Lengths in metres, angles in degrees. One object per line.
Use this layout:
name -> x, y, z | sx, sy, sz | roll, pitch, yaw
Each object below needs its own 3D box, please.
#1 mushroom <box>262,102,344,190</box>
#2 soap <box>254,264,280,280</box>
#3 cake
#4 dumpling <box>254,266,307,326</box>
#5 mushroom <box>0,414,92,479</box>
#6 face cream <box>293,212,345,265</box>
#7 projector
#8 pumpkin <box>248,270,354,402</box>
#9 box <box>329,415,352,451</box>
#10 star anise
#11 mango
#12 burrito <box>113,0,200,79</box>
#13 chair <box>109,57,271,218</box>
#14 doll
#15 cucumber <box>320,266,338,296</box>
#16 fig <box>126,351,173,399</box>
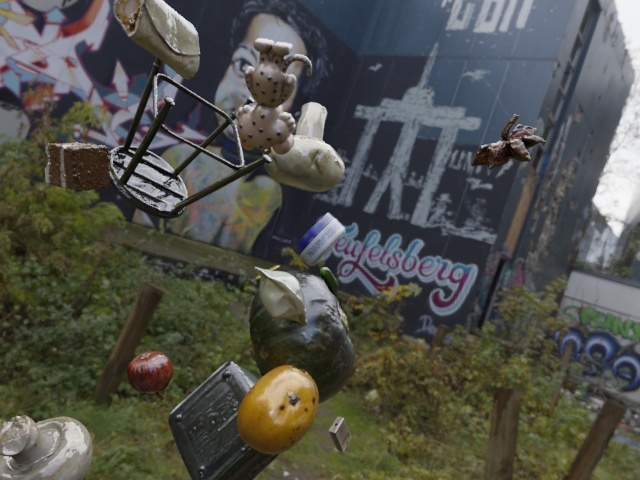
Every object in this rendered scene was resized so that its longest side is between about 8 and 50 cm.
mushroom -> -0.069, -0.316, 1.959 | 0.315, 0.315, 0.355 | 20, 35, -27
soap -> -0.160, 0.096, 1.538 | 0.012, 0.089, 0.034 | 63, -26, -8
cake -> -0.719, -0.221, 1.518 | 0.147, 0.135, 0.135 | 13, 16, 31
dumpling -> -0.095, 0.164, 1.440 | 0.126, 0.215, 0.166 | -18, 21, -27
mushroom -> -0.890, 0.674, 1.630 | 0.298, 0.289, 0.297 | -6, 30, 3
face cream -> 0.000, 0.000, 1.978 | 0.111, 0.206, 0.206 | 42, -1, 1
projector -> -0.383, 0.782, 2.137 | 0.405, 0.395, 0.242 | 46, -4, 42
pumpkin -> -0.071, 0.327, 1.737 | 0.344, 0.453, 0.454 | -18, -2, 1
box -> 0.056, 0.535, 1.414 | 0.024, 0.083, 0.053 | 4, 35, 35
star anise -> 0.537, -0.264, 1.480 | 0.111, 0.212, 0.196 | 44, -45, -7
mango -> -0.090, 0.387, 1.200 | 0.160, 0.190, 0.290 | 30, -11, 9
burrito -> -0.433, -0.566, 1.408 | 0.105, 0.143, 0.299 | 7, -2, 17
chair -> -0.453, -0.305, 1.633 | 0.365, 0.410, 0.361 | 27, 32, -39
doll -> -0.118, -0.334, 1.224 | 0.154, 0.277, 0.119 | 20, 35, 2
cucumber -> 0.029, 0.126, 1.591 | 0.037, 0.037, 0.155 | 18, -29, 33
fig -> -0.488, 0.383, 1.453 | 0.129, 0.150, 0.128 | 22, 18, -7
